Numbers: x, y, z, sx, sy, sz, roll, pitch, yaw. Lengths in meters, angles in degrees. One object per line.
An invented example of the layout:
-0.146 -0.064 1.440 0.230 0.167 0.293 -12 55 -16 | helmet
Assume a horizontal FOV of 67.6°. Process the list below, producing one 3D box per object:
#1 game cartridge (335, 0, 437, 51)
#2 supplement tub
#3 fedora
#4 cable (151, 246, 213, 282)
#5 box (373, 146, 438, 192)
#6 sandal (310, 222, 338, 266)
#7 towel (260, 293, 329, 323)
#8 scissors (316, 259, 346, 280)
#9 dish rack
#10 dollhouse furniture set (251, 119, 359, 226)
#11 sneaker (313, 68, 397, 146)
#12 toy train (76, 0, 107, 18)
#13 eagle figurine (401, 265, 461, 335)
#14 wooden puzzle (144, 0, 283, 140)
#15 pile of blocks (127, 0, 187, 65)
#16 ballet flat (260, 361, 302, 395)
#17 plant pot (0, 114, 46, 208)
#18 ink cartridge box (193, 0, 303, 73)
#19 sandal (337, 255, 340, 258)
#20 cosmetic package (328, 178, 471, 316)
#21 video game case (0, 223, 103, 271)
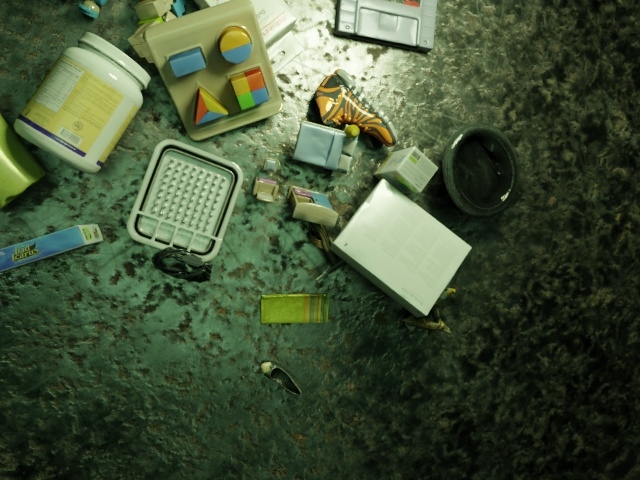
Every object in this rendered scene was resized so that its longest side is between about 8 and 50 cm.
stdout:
0.232 -0.800 1.652 0.355 0.068 0.230 4 96 -15 | game cartridge
-0.659 -0.381 1.347 0.241 0.241 0.331 32 84 -14 | supplement tub
0.543 -0.245 1.710 0.334 0.152 0.334 -2 96 -16 | fedora
-0.429 0.078 1.488 0.184 0.150 0.047 15 59 -11 | cable
0.284 -0.233 1.618 0.114 0.203 0.103 39 84 -15 | box
0.000 0.000 1.631 0.060 0.090 0.219 -22 106 10 | sandal
-0.086 0.235 1.641 0.237 0.021 0.102 1 92 -14 | towel
0.105 0.048 1.625 0.297 0.021 0.109 -18 127 -30 | scissors
-0.421 -0.122 1.510 0.285 0.072 0.333 20 88 -14 | dish rack
-0.037 -0.239 1.492 0.286 0.198 0.303 13 109 -15 | dollhouse furniture set
0.103 -0.404 1.617 0.180 0.124 0.321 -44 91 -4 | sneaker
-0.736 -0.769 1.387 0.248 0.105 0.143 26 100 -14 | toy train
0.396 0.179 1.702 0.226 0.225 0.298 47 42 -51 | eagle figurine
-0.304 -0.495 1.428 0.322 0.080 0.348 -19 124 -2 | wooden puzzle
-0.494 -0.701 1.458 0.112 0.149 0.362 6 80 28 | pile of blocks
-0.128 0.467 1.627 0.173 0.049 0.057 37 83 -13 | ballet flat
-0.914 -0.222 1.298 0.276 0.276 0.254 -42 113 -9 | plant pot
-0.220 -0.706 1.505 0.207 0.119 0.353 -43 103 -8 | ink cartridge box
0.128 -0.002 1.663 0.049 0.072 0.180 39 84 -29 | sandal
0.262 0.026 1.576 0.377 0.097 0.284 38 73 1 | cosmetic package
-0.774 0.022 1.337 0.269 0.244 0.061 -19 96 -13 | video game case
